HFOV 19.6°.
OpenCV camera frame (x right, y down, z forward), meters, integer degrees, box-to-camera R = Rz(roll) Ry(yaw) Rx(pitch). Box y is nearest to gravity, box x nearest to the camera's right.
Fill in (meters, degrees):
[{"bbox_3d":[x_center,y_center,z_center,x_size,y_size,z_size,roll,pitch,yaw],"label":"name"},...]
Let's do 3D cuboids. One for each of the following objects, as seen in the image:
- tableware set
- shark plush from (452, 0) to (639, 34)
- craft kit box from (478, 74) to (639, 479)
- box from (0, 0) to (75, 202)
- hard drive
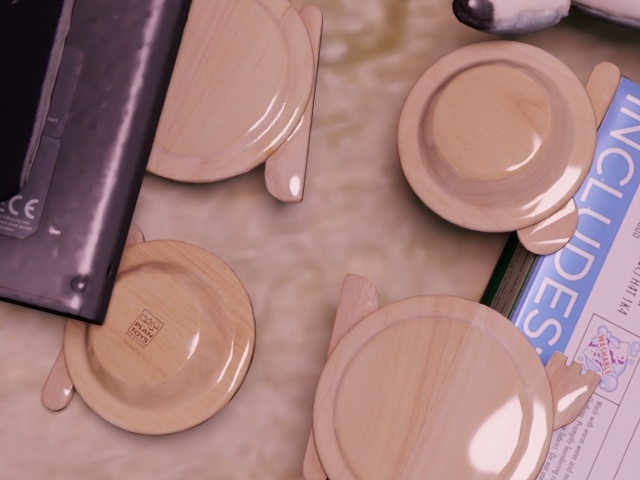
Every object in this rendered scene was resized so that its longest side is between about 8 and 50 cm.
[{"bbox_3d":[0.000,0.000,0.509,0.168,0.020,0.141,15,80,15],"label":"tableware set"},{"bbox_3d":[0.099,-0.089,0.539,0.161,0.067,0.073,6,95,-14],"label":"shark plush"},{"bbox_3d":[0.135,0.118,0.536,0.246,0.061,0.250,27,81,-6],"label":"craft kit box"},{"bbox_3d":[-0.264,-0.113,0.346,0.343,0.179,0.312,-23,75,-23],"label":"box"},{"bbox_3d":[-0.088,-0.053,0.509,0.094,0.022,0.135,14,82,5],"label":"hard drive"}]
